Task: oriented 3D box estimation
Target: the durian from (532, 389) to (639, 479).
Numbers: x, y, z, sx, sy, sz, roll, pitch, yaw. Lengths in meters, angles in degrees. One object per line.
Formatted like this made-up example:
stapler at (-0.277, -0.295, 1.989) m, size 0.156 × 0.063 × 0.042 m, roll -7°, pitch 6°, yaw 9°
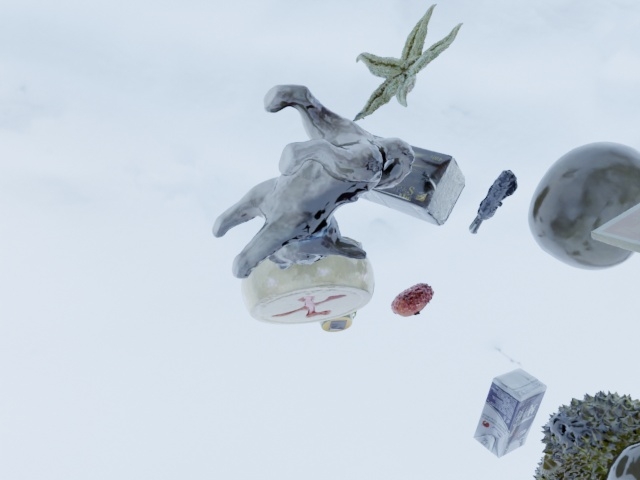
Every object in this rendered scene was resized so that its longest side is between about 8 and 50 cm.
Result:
durian at (0.401, 0.314, 0.802) m, size 0.237 × 0.193 × 0.138 m, roll -39°, pitch 101°, yaw -1°

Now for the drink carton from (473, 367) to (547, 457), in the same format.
drink carton at (0.545, 0.498, 1.546) m, size 0.134 × 0.102 × 0.222 m, roll -6°, pitch 117°, yaw -39°

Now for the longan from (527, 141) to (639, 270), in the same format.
longan at (0.772, -0.097, 1.507) m, size 0.360 × 0.361 × 0.361 m, roll -7°, pitch 125°, yaw -11°

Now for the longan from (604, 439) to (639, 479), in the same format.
longan at (0.448, 0.317, 0.595) m, size 0.215 × 0.246 × 0.246 m, roll 5°, pitch 126°, yaw -51°

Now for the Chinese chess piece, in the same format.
Chinese chess piece at (-0.032, 0.106, 1.353) m, size 0.338 × 0.141 × 0.338 m, roll -7°, pitch 155°, yaw -3°

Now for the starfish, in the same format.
starfish at (0.239, -0.478, 1.482) m, size 0.357 × 0.347 × 0.078 m, roll -15°, pitch 141°, yaw 37°

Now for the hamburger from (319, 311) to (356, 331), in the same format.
hamburger at (0.060, 0.263, 1.871) m, size 0.141 × 0.082 × 0.126 m, roll -11°, pitch 144°, yaw 3°

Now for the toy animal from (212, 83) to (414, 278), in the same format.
toy animal at (0.002, -0.072, 0.987) m, size 0.302 × 0.194 × 0.344 m, roll 7°, pitch 128°, yaw -34°

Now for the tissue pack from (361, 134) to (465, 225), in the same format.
tissue pack at (0.286, -0.214, 1.865) m, size 0.198 × 0.370 × 0.210 m, roll 31°, pitch 83°, yaw -54°

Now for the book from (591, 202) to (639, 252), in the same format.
book at (0.599, -0.033, 0.880) m, size 0.241 × 0.170 × 0.018 m, roll -25°, pitch 117°, yaw -22°

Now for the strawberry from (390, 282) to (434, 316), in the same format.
strawberry at (0.324, 0.197, 1.895) m, size 0.188 × 0.121 × 0.082 m, roll -37°, pitch 117°, yaw -36°

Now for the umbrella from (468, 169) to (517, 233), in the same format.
umbrella at (0.509, -0.103, 1.596) m, size 0.070 × 0.071 × 0.248 m, roll 6°, pitch 132°, yaw -19°
